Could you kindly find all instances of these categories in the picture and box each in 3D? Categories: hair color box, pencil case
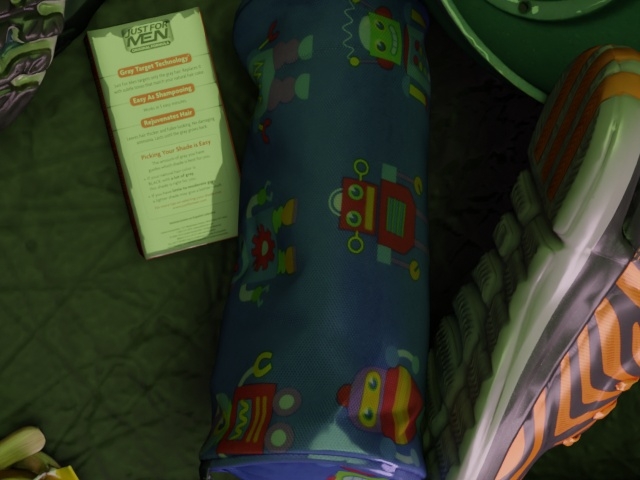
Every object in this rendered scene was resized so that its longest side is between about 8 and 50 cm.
[{"bbox_3d":[-0.093,-0.065,0.843,0.072,0.043,0.141,-14,97,-11],"label":"hair color box"},{"bbox_3d":[0.000,0.000,0.787,0.119,0.133,0.306,14,68,-31],"label":"pencil case"}]

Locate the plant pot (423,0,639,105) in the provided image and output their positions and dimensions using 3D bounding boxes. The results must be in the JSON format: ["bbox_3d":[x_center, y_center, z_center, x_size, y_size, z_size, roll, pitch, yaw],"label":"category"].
[{"bbox_3d":[0.167,-0.213,0.808,0.293,0.196,0.293,-1,98,-10],"label":"plant pot"}]

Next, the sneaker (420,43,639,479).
[{"bbox_3d":[0.168,0.060,0.738,0.180,0.125,0.321,15,125,-11],"label":"sneaker"}]

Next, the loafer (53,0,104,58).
[{"bbox_3d":[-0.133,-0.191,0.806,0.267,0.096,0.084,-44,94,-4],"label":"loafer"}]

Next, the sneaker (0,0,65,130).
[{"bbox_3d":[-0.225,-0.212,0.739,0.129,0.147,0.330,-13,96,-25],"label":"sneaker"}]

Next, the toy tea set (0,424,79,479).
[{"bbox_3d":[-0.272,0.110,0.750,0.200,0.124,0.336,-33,109,-10],"label":"toy tea set"}]
